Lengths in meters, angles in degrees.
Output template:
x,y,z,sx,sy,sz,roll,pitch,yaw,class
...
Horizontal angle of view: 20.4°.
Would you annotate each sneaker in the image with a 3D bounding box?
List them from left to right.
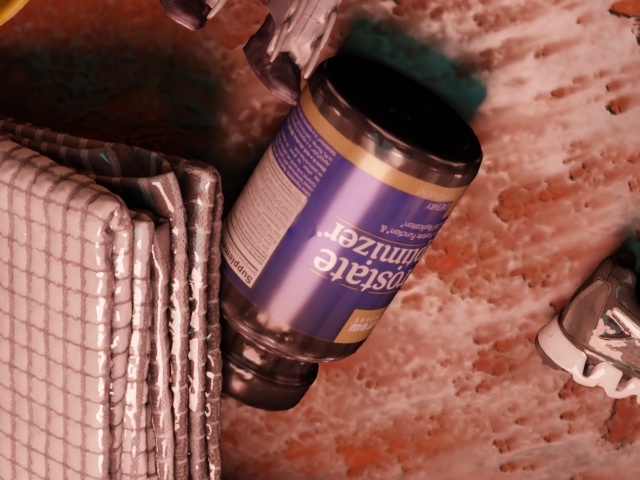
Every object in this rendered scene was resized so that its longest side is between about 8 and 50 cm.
x,y,z,sx,sy,sz,roll,pitch,yaw,class
0.269,0.078,1.186,0.234,0.078,0.106,23,117,-3,sneaker

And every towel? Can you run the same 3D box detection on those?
x,y,z,sx,sy,sz,roll,pitch,yaw,class
-0.175,0.057,1.154,0.235,0.121,0.283,19,117,38,towel

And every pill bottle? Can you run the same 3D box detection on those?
x,y,z,sx,sy,sz,roll,pitch,yaw,class
0.000,0.000,1.153,0.123,0.123,0.219,29,114,-7,pill bottle

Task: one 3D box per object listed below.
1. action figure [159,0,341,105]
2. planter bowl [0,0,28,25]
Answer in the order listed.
x,y,z,sx,sy,sz,roll,pitch,yaw,class
0.023,-0.229,1.052,0.185,0.099,0.285,32,108,-9,action figure
-0.248,-0.233,1.086,0.217,0.090,0.217,5,119,9,planter bowl
